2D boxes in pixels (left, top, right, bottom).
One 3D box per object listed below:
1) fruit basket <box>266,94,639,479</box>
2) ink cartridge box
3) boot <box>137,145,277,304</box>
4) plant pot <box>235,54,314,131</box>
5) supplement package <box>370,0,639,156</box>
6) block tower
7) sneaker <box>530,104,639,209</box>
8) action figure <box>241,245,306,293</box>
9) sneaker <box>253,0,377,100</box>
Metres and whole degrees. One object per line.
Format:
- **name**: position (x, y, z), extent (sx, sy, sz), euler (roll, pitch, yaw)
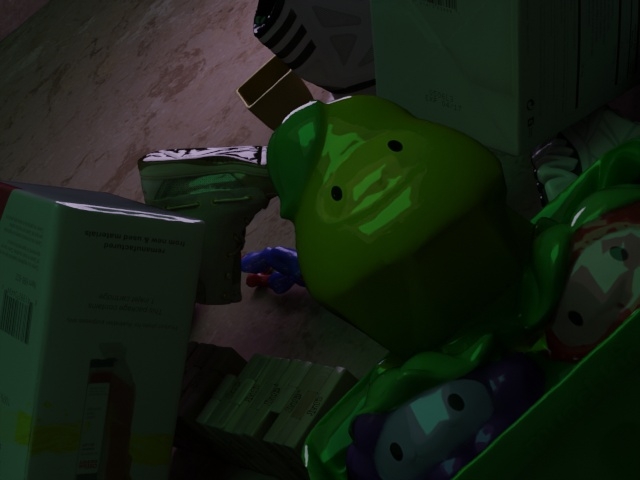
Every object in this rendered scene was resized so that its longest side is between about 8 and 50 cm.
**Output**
- **fruit basket**: position (0.115, 0.044, 0.929), extent (0.392, 0.392, 0.283), euler (-43, 15, 1)
- **ink cartridge box**: position (-0.267, 0.144, 1.322), extent (0.279, 0.160, 0.385), euler (15, 97, 58)
- **boot**: position (-0.085, -0.014, 1.382), extent (0.213, 0.165, 0.077), euler (1, 18, 11)
- **plant pot**: position (-0.051, -0.189, 1.749), extent (0.081, 0.083, 0.081), euler (-42, 29, 4)
- **supplement package**: position (0.207, -0.230, 1.214), extent (0.293, 0.175, 0.177), euler (-31, 39, -35)
- **block tower**: position (-0.074, 0.170, 1.297), extent (0.335, 0.091, 0.097), euler (5, 54, 55)
- **sneaker**: position (0.256, -0.086, 1.231), extent (0.118, 0.110, 0.292), euler (-14, 33, 9)
- **action figure**: position (0.000, 0.000, 1.422), extent (0.280, 0.091, 0.139), euler (14, 74, 57)
- **sneaker**: position (0.100, -0.297, 1.487), extent (0.447, 0.257, 0.169), euler (-24, 58, 38)
